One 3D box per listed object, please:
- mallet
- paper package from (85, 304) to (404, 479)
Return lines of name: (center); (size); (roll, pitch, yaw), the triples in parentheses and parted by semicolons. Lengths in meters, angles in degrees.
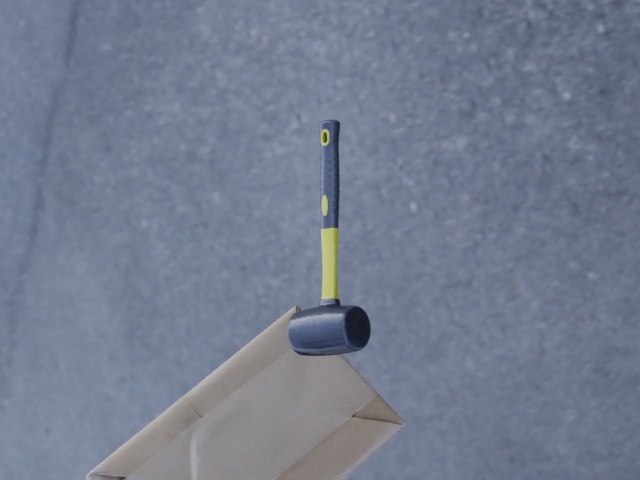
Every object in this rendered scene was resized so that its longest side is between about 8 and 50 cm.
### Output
mallet: (0.000, 0.000, 1.228); (0.062, 0.039, 0.189); (-18, 70, 37)
paper package: (-0.106, 0.261, 1.623); (0.168, 0.309, 0.325); (48, 152, 7)
